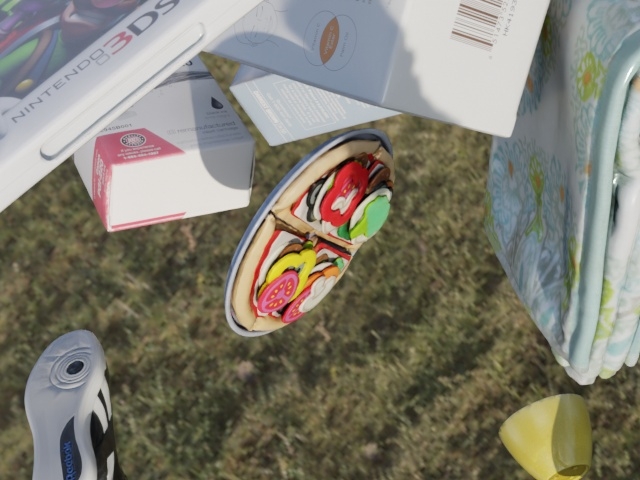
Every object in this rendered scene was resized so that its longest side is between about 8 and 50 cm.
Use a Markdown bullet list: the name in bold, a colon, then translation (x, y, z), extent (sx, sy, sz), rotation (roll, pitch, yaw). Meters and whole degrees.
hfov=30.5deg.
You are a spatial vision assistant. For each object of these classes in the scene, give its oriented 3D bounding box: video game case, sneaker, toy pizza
- **video game case**: translation (-0.131, -0.105, 0.520), extent (0.173, 0.022, 0.190), rotation (-41, 48, -11)
- **sneaker**: translation (-0.231, 0.200, 1.149), extent (0.079, 0.121, 0.217), rotation (-16, 42, 7)
- **toy pizza**: translation (0.000, 0.000, 0.951), extent (0.032, 0.201, 0.201), rotation (36, 82, 22)

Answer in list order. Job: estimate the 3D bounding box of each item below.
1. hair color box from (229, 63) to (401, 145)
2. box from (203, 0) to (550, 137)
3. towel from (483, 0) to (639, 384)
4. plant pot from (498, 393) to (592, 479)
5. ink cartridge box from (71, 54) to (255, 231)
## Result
- **hair color box**: translation (0.088, -0.252, 1.462), extent (0.374, 0.113, 0.185), rotation (-11, 41, 32)
- **box**: translation (0.036, -0.247, 1.113), extent (0.345, 0.168, 0.215), rotation (26, 104, 48)
- **towel**: translation (0.246, -0.092, 1.152), extent (0.090, 0.374, 0.320), rotation (-3, 34, -10)
- **plant pot**: translation (0.335, 0.295, 1.679), extent (0.134, 0.134, 0.095), rotation (-30, 55, 15)
- **ink cartridge box**: translation (-0.182, -0.122, 1.236), extent (0.158, 0.092, 0.218), rotation (-12, 44, -24)
